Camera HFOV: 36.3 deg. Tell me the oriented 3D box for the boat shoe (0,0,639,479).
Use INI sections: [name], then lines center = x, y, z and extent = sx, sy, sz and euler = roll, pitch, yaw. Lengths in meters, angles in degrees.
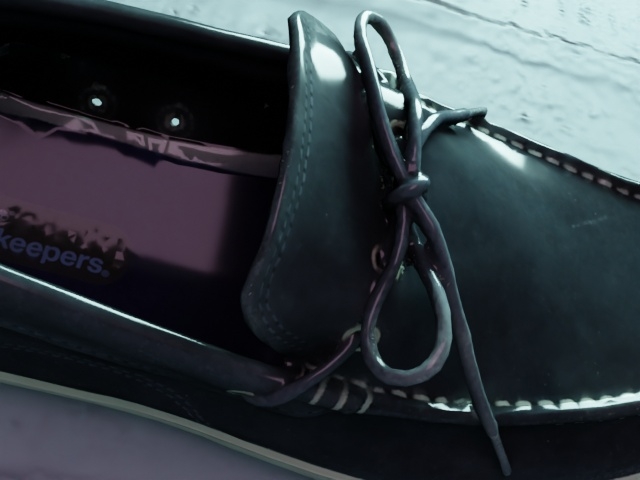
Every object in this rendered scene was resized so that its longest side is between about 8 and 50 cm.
[boat shoe]
center = 0.000, 0.000, 0.426
extent = 0.500, 0.156, 0.187
euler = 12, 61, -8
